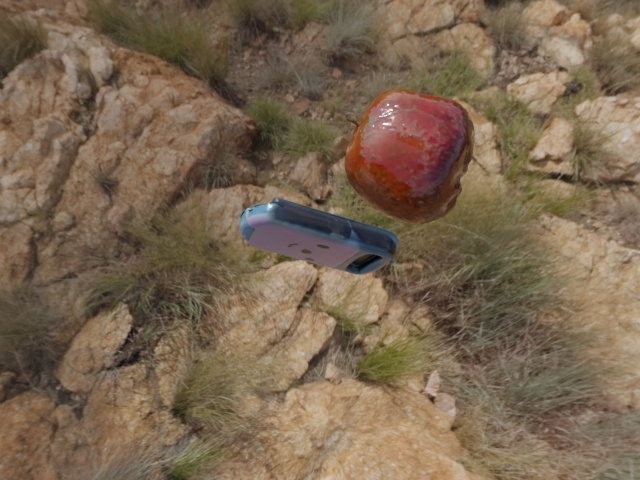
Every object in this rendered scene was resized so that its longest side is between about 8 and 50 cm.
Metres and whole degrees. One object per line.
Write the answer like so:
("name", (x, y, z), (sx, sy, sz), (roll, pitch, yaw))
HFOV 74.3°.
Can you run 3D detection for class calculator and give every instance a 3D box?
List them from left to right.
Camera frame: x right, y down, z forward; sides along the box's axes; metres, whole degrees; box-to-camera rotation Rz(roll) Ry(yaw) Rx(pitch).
("calculator", (0.000, 0.000, 0.754), (0.292, 0.173, 0.051), (16, 67, -13))

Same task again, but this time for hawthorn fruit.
("hawthorn fruit", (0.177, -0.180, 0.882), (0.299, 0.275, 0.276), (31, 69, -4))
